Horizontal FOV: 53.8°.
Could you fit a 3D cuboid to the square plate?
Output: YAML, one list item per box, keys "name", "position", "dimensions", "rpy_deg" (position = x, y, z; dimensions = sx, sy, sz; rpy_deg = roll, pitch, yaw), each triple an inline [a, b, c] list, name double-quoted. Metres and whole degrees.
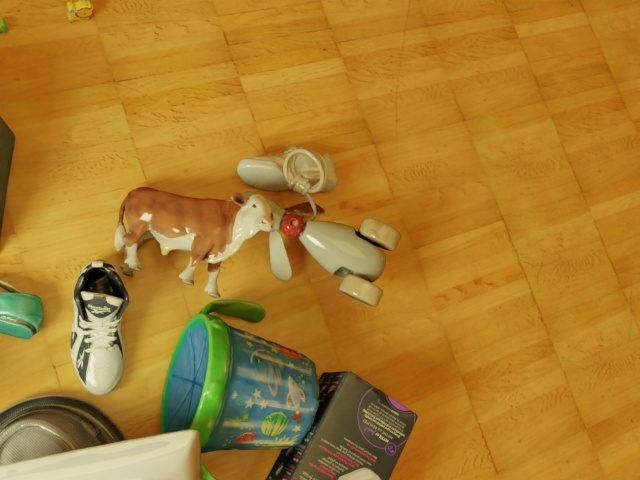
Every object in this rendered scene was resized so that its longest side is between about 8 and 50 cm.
- name: "square plate"
  position: [-0.340, 0.431, 0.925]
  dimensions: [0.344, 0.347, 0.049]
  rpy_deg: [-7, 37, -16]

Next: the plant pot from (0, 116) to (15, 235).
- name: "plant pot"
  position: [-0.645, -0.121, 0.987]
  dimensions: [0.247, 0.252, 0.247]
  rpy_deg: [5, 76, -17]

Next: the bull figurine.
- name: "bull figurine"
  position: [-0.230, -0.010, 1.132]
  dimensions: [0.310, 0.101, 0.188]
  rpy_deg: [10, 71, 19]

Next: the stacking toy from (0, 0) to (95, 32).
- name: "stacking toy"
  position: [-0.569, -0.495, 1.213]
  dimensions: [0.221, 0.052, 0.167]
  rpy_deg: [-17, 82, -21]

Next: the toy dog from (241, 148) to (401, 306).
- name: "toy dog"
  position: [0.000, 0.000, 1.246]
  dimensions: [0.333, 0.161, 0.220]
  rpy_deg: [44, 79, 5]

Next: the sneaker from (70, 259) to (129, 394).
- name: "sneaker"
  position: [-0.375, 0.140, 1.066]
  dimensions: [0.094, 0.153, 0.235]
  rpy_deg: [6, 75, -15]

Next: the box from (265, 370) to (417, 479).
- name: "box"
  position: [0.029, 0.393, 1.144]
  dimensions: [0.165, 0.143, 0.270]
  rpy_deg: [34, 69, -9]

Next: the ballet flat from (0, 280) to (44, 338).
- name: "ballet flat"
  position: [-0.588, 0.098, 1.055]
  dimensions: [0.247, 0.083, 0.087]
  rpy_deg: [15, 48, -15]

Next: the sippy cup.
- name: "sippy cup"
  position: [-0.132, 0.262, 1.092]
  dimensions: [0.224, 0.240, 0.306]
  rpy_deg: [18, 82, -25]

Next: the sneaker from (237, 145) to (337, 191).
- name: "sneaker"
  position: [-0.070, -0.156, 1.294]
  dimensions: [0.212, 0.080, 0.094]
  rpy_deg: [5, 63, -24]

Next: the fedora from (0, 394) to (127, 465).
- name: "fedora"
  position: [-0.428, 0.379, 1.004]
  dimensions: [0.243, 0.124, 0.275]
  rpy_deg: [-36, 90, -22]
